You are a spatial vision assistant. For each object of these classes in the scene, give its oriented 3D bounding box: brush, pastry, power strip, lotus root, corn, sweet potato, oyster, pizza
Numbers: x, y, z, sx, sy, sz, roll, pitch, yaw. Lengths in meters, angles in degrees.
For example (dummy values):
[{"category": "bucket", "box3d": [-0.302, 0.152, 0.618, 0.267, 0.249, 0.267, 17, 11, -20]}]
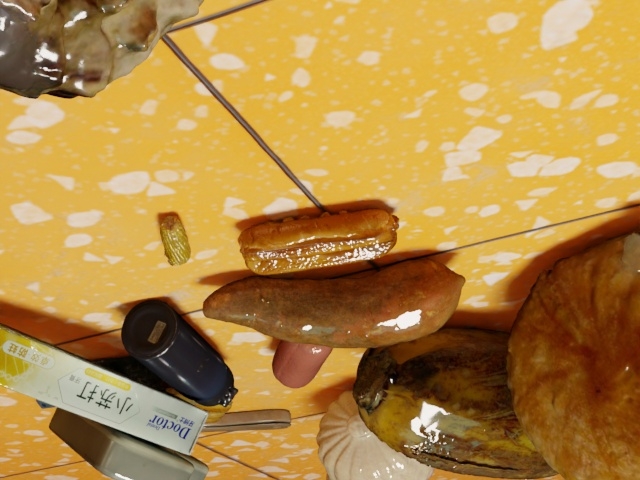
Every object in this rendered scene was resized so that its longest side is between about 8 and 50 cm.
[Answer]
[{"category": "brush", "box3d": [-0.206, 0.302, 1.668, 0.327, 0.065, 0.070, -2, 152, -10]}, {"category": "pastry", "box3d": [0.344, 0.152, 1.187, 0.136, 0.330, 0.329, -4, 159, -39]}, {"category": "power strip", "box3d": [-0.244, 0.287, 1.452, 0.193, 0.059, 0.265, 30, 169, -28]}, {"category": "lotus root", "box3d": [0.223, 0.205, 1.403, 0.397, 0.196, 0.179, 13, 119, -25]}, {"category": "corn", "box3d": [-0.147, 0.002, 1.083, 0.028, 0.027, 0.083, -17, 153, -7]}, {"category": "sweet potato", "box3d": [0.017, 0.077, 1.204, 0.292, 0.097, 0.097, -6, 155, 2]}, {"category": "oyster", "box3d": [-0.189, -0.175, 0.587, 0.197, 0.133, 0.337, -18, 157, 8]}, {"category": "pizza", "box3d": [-0.190, 0.228, 1.528, 0.175, 0.046, 0.134, -8, 160, 16]}]

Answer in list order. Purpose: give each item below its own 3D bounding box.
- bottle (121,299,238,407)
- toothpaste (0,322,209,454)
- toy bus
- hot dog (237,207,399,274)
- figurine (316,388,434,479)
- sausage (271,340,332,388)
[{"category": "bottle", "box3d": [-0.170, 0.146, 1.333, 0.082, 0.072, 0.244, 30, 167, 25]}, {"category": "toothpaste", "box3d": [-0.280, 0.176, 1.287, 0.313, 0.071, 0.089, 31, 168, -37]}, {"category": "toy bus", "box3d": [-0.292, 0.184, 1.416, 0.166, 0.047, 0.065, -7, 150, 0]}, {"category": "hot dog", "box3d": [0.000, 0.000, 1.090, 0.165, 0.045, 0.071, -9, 153, 6]}, {"category": "figurine", "box3d": [0.111, 0.301, 1.655, 0.185, 0.204, 0.332, -16, -179, 19]}, {"category": "sausage", "box3d": [-0.023, 0.142, 1.365, 0.062, 0.062, 0.154, 1, 154, -13]}]
